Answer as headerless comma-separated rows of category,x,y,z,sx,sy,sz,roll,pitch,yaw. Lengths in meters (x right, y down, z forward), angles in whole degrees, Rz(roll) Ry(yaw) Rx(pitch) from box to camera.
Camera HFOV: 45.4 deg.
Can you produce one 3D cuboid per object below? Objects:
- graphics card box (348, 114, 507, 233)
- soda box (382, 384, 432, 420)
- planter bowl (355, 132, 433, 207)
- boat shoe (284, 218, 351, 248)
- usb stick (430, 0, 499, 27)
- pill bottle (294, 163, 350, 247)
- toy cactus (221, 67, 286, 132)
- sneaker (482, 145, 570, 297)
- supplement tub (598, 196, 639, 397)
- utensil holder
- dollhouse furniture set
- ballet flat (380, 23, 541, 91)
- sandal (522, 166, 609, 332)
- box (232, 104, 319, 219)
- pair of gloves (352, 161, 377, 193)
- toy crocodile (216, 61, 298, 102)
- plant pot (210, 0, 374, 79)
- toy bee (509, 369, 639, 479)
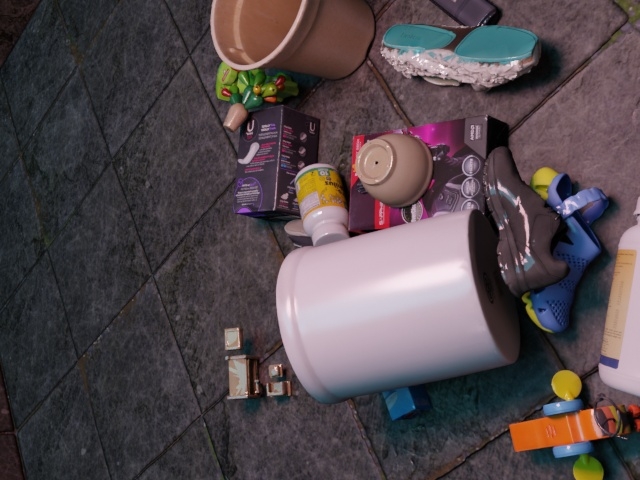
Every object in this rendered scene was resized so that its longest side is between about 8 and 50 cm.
graphics card box,0.228,-0.134,1.690,0.371,0.094,0.232,-1,82,42
soda box,0.167,0.287,1.694,0.071,0.067,0.210,-37,59,33
planter bowl,0.143,-0.157,1.626,0.162,0.109,0.162,-7,79,38
boat shoe,0.000,0.000,1.918,0.206,0.075,0.065,17,138,38
usb stick,0.296,-0.551,1.726,0.077,0.045,0.278,-55,51,23
pill bottle,0.009,-0.074,1.840,0.118,0.118,0.208,-39,46,32
toy cactus,-0.192,-0.362,1.945,0.219,0.112,0.180,17,73,42
sneaker,0.377,-0.042,1.393,0.130,0.109,0.286,-16,72,23
supplement tub,0.585,0.097,1.224,0.228,0.228,0.316,10,90,44
utensil holder,0.158,0.129,1.504,0.386,0.328,0.327,-16,72,25
dollhouse furniture set,-0.153,0.318,1.997,0.161,0.101,0.181,-8,76,17
ballet flat,0.308,-0.388,1.641,0.409,0.147,0.146,23,99,45
sandal,0.458,0.016,1.434,0.138,0.126,0.317,2,86,39
box,-0.114,-0.194,1.982,0.165,0.143,0.270,-2,82,43
pair of gloves,0.107,-0.150,1.735,0.074,0.010,0.083,-21,71,37
toy crocodile,-0.185,-0.426,2.111,0.341,0.115,0.105,20,101,45
plant pot,-0.043,-0.536,1.862,0.334,0.306,0.333,-9,77,43
toy bee,0.482,0.339,1.357,0.298,0.162,0.195,-176,86,-68
